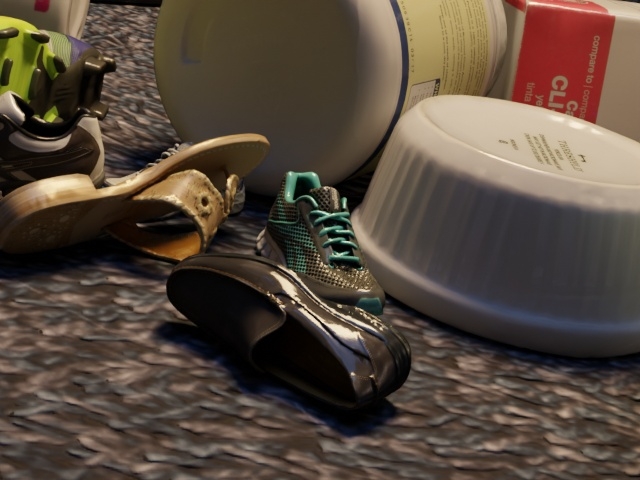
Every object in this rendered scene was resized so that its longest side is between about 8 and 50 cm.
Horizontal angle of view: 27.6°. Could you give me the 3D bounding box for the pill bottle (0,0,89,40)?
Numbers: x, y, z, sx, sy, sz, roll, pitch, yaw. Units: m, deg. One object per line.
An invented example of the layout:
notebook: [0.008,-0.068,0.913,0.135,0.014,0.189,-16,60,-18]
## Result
pill bottle: [-0.383,-0.276,1.324,0.283,0.160,0.160,12,20,-4]

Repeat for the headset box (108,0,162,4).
headset box: [-0.332,-0.419,1.780,0.283,0.131,0.246,-5,27,-39]

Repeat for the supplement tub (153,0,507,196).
supplement tub: [0.024,-0.180,1.214,0.235,0.235,0.325,22,22,23]

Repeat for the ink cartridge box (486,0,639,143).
ink cartridge box: [0.379,-0.168,1.414,0.384,0.160,0.279,7,14,-1]

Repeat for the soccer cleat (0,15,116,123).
soccer cleat: [-0.265,-0.139,1.091,0.121,0.093,0.289,13,6,7]

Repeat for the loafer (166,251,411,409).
loafer: [-0.029,0.055,0.815,0.170,0.062,0.061,20,26,21]

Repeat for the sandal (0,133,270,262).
sandal: [-0.118,-0.010,0.945,0.240,0.088,0.079,-16,66,-41]

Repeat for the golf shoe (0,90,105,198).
golf shoe: [-0.257,-0.071,0.958,0.198,0.094,0.077,4,25,-18]

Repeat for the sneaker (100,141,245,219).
sneaker: [-0.118,-0.053,1.047,0.135,0.058,0.052,-7,28,-41]

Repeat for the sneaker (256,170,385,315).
sneaker: [0.000,0.000,0.951,0.065,0.076,0.166,1,24,-28]

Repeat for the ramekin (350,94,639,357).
ramekin: [0.163,-0.024,1.044,0.272,0.127,0.273,11,20,-4]
